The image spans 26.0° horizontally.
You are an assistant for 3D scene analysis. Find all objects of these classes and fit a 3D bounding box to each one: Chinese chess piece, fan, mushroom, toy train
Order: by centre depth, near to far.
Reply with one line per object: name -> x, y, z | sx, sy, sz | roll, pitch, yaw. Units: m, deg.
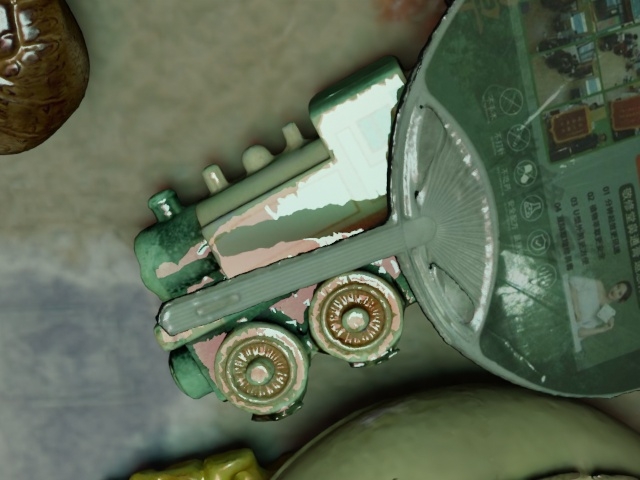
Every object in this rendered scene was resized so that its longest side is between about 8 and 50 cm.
fan -> 0.089, -0.044, 0.616 | 0.294, 0.012, 0.223 | 11, 96, -25
mushroom -> -0.157, -0.099, 0.622 | 0.109, 0.085, 0.126 | -31, 99, 10
toy train -> 0.000, 0.000, 0.665 | 0.194, 0.081, 0.125 | -28, 98, 8
Chinese chess piece -> 0.076, 0.203, 0.676 | 0.270, 0.112, 0.270 | -6, 109, -19

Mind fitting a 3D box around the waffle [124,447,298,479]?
waffle -> -0.069, 0.220, 0.749 | 0.249, 0.056, 0.253 | 4, 111, -4

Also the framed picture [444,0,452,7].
framed picture -> 0.265, -0.102, 0.663 | 0.338, 0.014, 0.255 | -31, 106, 9
